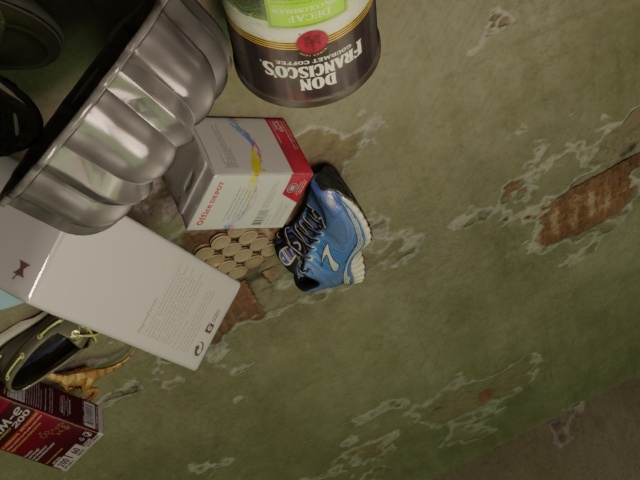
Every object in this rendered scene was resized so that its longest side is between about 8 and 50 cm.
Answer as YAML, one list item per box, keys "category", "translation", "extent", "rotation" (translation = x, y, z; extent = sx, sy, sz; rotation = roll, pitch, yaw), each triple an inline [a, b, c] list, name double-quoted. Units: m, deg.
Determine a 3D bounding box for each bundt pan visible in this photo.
- category: "bundt pan"
  translation: [-0.221, -0.139, 1.340]
  extent: [0.124, 0.331, 0.331]
  rotation: [38, 116, -17]

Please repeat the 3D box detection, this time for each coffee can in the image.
- category: "coffee can"
  translation: [-0.031, -0.330, 1.478]
  extent: [0.201, 0.201, 0.275]
  rotation: [-22, 148, -8]

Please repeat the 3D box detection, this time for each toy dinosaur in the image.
- category: "toy dinosaur"
  translation: [-0.427, 0.251, 2.160]
  extent: [0.211, 0.064, 0.112]
  rotation: [-10, 143, -26]

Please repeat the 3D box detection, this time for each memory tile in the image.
- category: "memory tile"
  translation: [-0.149, 0.018, 2.077]
  extent: [0.113, 0.012, 0.148]
  rotation: [-36, 148, 14]

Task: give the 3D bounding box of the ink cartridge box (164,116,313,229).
- category: "ink cartridge box"
  translation: [-0.130, -0.103, 1.803]
  extent: [0.176, 0.127, 0.128]
  rotation: [-2, 141, -35]

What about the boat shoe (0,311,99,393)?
- category: "boat shoe"
  translation: [-0.421, 0.149, 1.986]
  extent: [0.305, 0.091, 0.109]
  rotation: [-33, 148, 10]

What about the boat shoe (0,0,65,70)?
- category: "boat shoe"
  translation: [-0.437, -0.247, 1.396]
  extent: [0.302, 0.094, 0.109]
  rotation: [9, 134, -44]

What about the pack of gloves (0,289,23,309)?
- category: "pack of gloves"
  translation: [-0.467, 0.015, 1.826]
  extent: [0.232, 0.046, 0.195]
  rotation: [-16, 135, -24]

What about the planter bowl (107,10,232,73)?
- category: "planter bowl"
  translation: [-0.212, -0.242, 1.535]
  extent: [0.162, 0.162, 0.109]
  rotation: [-29, 122, 3]

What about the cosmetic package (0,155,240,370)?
- category: "cosmetic package"
  translation: [-0.329, 0.031, 1.680]
  extent: [0.161, 0.230, 0.453]
  rotation: [-63, 153, -5]

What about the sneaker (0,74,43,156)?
- category: "sneaker"
  translation: [-0.401, -0.167, 1.429]
  extent: [0.108, 0.271, 0.100]
  rotation: [-17, 112, -35]

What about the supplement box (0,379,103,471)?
- category: "supplement box"
  translation: [-0.526, 0.322, 2.115]
  extent: [0.239, 0.073, 0.130]
  rotation: [28, 121, -31]

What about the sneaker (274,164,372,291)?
- category: "sneaker"
  translation: [0.000, 0.000, 2.050]
  extent: [0.147, 0.130, 0.330]
  rotation: [-23, 149, -14]
